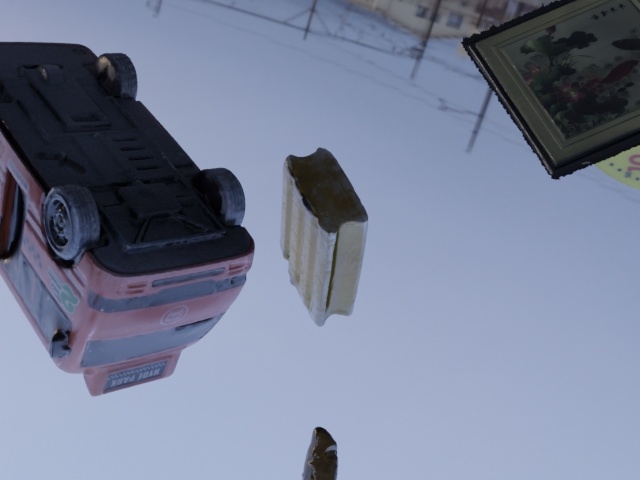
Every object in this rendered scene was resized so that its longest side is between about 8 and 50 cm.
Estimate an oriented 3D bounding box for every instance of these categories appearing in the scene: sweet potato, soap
[{"bbox_3d":[-0.010,0.391,1.049,0.109,0.345,0.079,-9,178,-6],"label":"sweet potato"},{"bbox_3d":[0.000,0.000,1.249,0.073,0.232,0.140,-17,-123,-16],"label":"soap"}]

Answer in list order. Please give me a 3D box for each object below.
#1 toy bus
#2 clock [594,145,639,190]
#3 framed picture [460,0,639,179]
[{"bbox_3d":[-0.270,-0.045,1.013,0.203,0.233,0.427,-10,-134,-40],"label":"toy bus"},{"bbox_3d":[0.422,-0.139,1.010,0.294,0.277,0.071,5,-127,22],"label":"clock"},{"bbox_3d":[0.255,-0.163,0.835,0.195,0.010,0.199,-23,-126,-1],"label":"framed picture"}]
